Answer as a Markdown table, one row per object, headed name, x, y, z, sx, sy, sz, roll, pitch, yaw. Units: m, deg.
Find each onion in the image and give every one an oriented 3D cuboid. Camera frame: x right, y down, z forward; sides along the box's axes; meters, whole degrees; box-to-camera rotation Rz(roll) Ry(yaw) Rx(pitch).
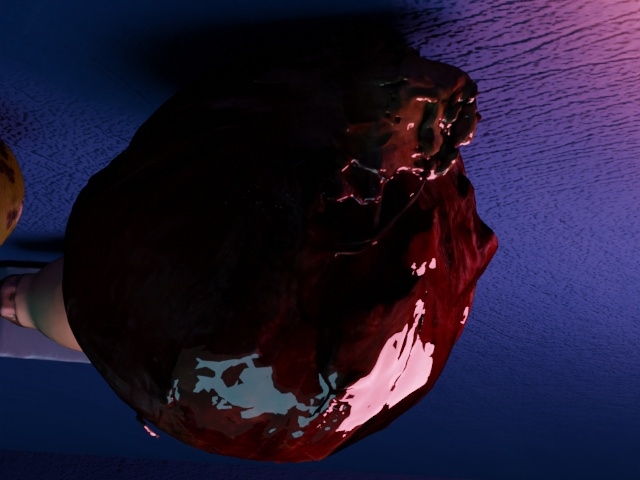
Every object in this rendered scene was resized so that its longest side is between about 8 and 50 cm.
| name | x | y | z | sx | sy | sz | roll | pitch | yaw |
| --- | --- | --- | --- | --- | --- | --- | --- | --- | --- |
| onion | -0.009 | 0.014 | 0.741 | 0.221 | 0.281 | 0.281 | 47 | -178 | 26 |

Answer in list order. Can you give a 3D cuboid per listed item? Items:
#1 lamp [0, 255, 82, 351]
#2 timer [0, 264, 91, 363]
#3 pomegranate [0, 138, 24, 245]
| name | x | y | z | sx | sy | sz | roll | pitch | yaw |
| --- | --- | --- | --- | --- | --- | --- | --- | --- | --- |
| lamp | -0.174 | 0.054 | 1.131 | 0.250 | 0.101 | 0.101 | 0 | 163 | 13 |
| timer | -0.205 | 0.098 | 1.321 | 0.232 | 0.091 | 0.250 | 2 | 167 | 11 |
| pomegranate | -0.267 | -0.043 | 0.835 | 0.122 | 0.122 | 0.161 | -12 | 118 | 48 |
